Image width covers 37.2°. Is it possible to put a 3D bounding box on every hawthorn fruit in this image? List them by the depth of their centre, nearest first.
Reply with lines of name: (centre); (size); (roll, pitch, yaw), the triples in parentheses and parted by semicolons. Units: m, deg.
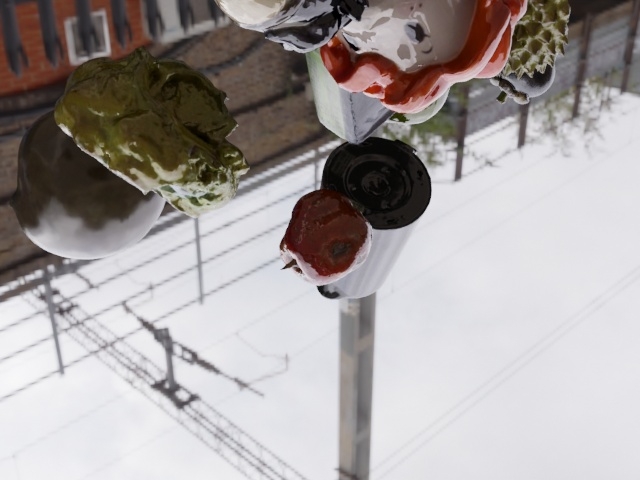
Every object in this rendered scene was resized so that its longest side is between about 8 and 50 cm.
hawthorn fruit: (0.000, 0.000, 0.873); (0.093, 0.093, 0.093); (0, -148, 0)

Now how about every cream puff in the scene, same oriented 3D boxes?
cream puff: (-0.220, -0.162, 1.330); (0.282, 0.282, 0.185); (34, -93, 41)

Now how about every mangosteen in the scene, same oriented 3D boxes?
mangosteen: (0.442, -0.368, 2.110); (0.137, 0.151, 0.137); (36, -164, -12)

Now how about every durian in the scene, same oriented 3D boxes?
durian: (0.272, -0.349, 1.363); (0.172, 0.306, 0.166); (-1, -135, 20)

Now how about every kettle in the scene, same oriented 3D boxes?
kettle: (0.081, -0.058, 1.863); (0.203, 0.308, 0.262); (5, -121, -7)

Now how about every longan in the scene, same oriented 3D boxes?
longan: (-0.449, -0.112, 1.843); (0.319, 0.319, 0.319); (0, -148, 0)

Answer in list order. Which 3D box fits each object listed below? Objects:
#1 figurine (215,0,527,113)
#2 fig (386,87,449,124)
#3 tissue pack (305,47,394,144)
figurine: (0.033, -0.283, 0.871); (0.241, 0.306, 0.412); (-18, 168, 31)
fig: (0.147, -0.338, 1.837); (0.207, 0.230, 0.207); (-8, -130, 10)
tissue pack: (0.097, -0.376, 1.511); (0.124, 0.394, 0.288); (37, -112, 27)
